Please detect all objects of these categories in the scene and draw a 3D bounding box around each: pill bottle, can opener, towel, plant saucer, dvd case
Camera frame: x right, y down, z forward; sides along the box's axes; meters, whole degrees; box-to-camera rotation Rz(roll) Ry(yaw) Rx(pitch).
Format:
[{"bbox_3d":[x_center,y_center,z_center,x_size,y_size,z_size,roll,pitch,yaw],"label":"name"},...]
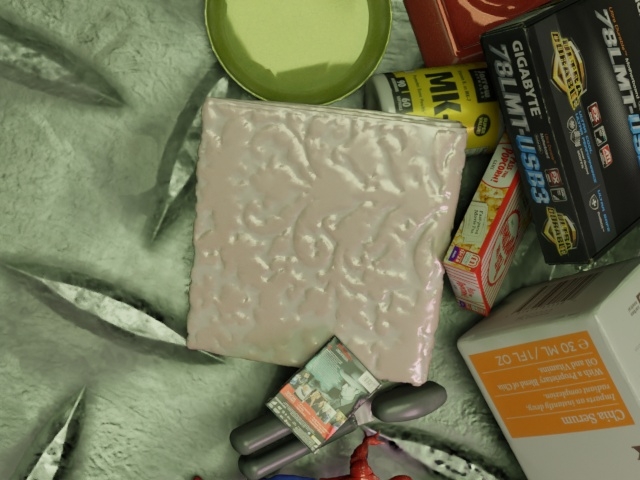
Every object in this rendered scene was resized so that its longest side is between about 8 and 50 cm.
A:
[{"bbox_3d":[0.169,-0.164,1.266,0.208,0.119,0.119,-9,92,-9],"label":"pill bottle"},{"bbox_3d":[0.023,0.218,1.251,0.280,0.093,0.074,-21,105,-18],"label":"can opener"},{"bbox_3d":[0.000,0.000,1.213,0.317,0.053,0.332,8,105,3],"label":"towel"},{"bbox_3d":[-0.029,-0.288,1.273,0.241,0.037,0.241,0,92,-9],"label":"plant saucer"},{"bbox_3d":[0.004,0.186,1.205,0.119,0.013,0.087,-45,98,-7],"label":"dvd case"},{"bbox_3d":[0.232,-0.363,1.308,0.259,0.048,0.258,-20,94,-7],"label":"plant saucer"}]

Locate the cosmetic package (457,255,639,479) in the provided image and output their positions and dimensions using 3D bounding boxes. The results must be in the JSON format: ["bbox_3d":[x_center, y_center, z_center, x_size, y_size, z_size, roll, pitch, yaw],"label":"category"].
[{"bbox_3d":[0.388,0.267,1.234,0.161,0.230,0.453,-33,96,-39],"label":"cosmetic package"}]

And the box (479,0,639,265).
[{"bbox_3d":[0.340,-0.160,1.228,0.293,0.073,0.295,-30,107,-39],"label":"box"}]

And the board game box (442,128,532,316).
[{"bbox_3d":[0.220,-0.020,1.244,0.045,0.147,0.193,20,73,23],"label":"board game box"}]

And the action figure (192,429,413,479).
[{"bbox_3d":[-0.014,0.315,1.271,0.280,0.139,0.091,-8,95,14],"label":"action figure"}]
